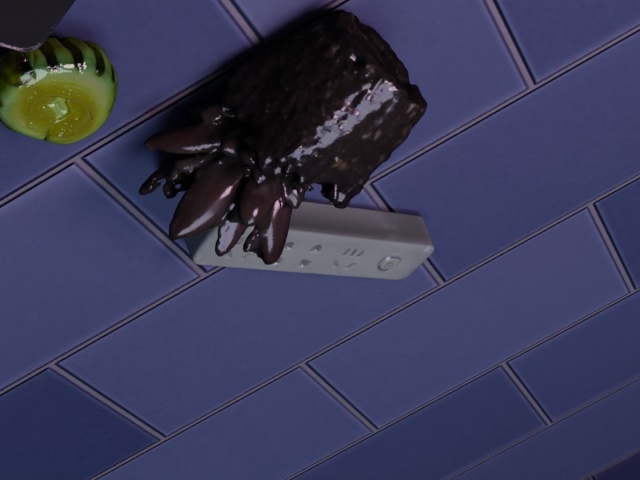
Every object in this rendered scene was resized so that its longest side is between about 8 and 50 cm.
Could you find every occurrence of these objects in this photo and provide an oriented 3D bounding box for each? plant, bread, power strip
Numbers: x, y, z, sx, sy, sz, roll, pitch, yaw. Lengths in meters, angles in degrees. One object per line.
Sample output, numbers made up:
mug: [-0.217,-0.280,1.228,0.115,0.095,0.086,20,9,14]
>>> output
plant: [-0.048,-0.111,1.580,0.321,0.181,0.194,-40,143,15]
bread: [-0.280,-0.160,1.461,0.139,0.071,0.130,-2,143,-33]
power strip: [0.000,0.000,1.862,0.385,0.062,0.091,6,139,-36]

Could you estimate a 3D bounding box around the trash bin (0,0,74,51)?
trash bin: [-0.298,-0.279,1.147,0.165,0.225,0.115,14,130,-43]
